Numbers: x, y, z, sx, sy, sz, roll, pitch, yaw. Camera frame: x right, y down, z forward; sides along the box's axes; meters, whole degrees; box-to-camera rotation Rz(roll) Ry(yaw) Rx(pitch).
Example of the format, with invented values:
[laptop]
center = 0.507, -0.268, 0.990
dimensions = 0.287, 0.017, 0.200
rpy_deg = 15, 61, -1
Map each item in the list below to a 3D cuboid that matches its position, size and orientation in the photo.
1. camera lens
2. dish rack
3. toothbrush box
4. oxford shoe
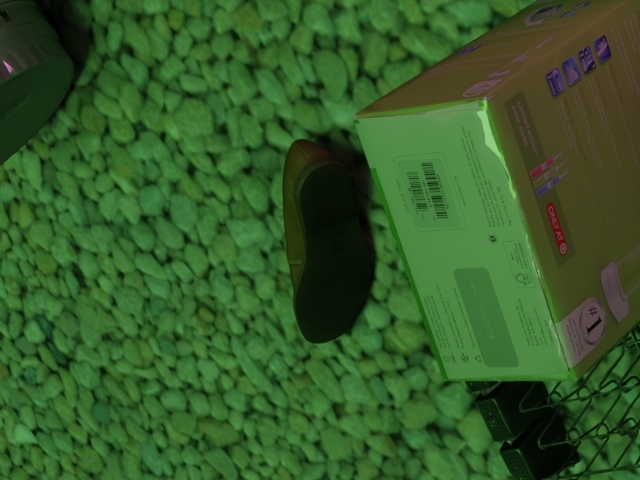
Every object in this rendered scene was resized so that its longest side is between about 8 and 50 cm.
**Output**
[camera lens]
center = -0.404, -0.207, 1.739
dimensions = 0.274, 0.219, 0.219
rpy_deg = 47, 137, 8
[dish rack]
center = 0.231, 0.100, 1.478
dimensions = 0.271, 0.074, 0.208
rpy_deg = -17, 104, 44
[toothbrush box]
center = 0.178, -0.053, 1.268
dimensions = 0.122, 0.283, 0.206
rpy_deg = -4, 113, 44
[oxford shoe]
center = 0.000, 0.000, 1.635
dimensions = 0.076, 0.076, 0.212
rpy_deg = -127, 29, -50
